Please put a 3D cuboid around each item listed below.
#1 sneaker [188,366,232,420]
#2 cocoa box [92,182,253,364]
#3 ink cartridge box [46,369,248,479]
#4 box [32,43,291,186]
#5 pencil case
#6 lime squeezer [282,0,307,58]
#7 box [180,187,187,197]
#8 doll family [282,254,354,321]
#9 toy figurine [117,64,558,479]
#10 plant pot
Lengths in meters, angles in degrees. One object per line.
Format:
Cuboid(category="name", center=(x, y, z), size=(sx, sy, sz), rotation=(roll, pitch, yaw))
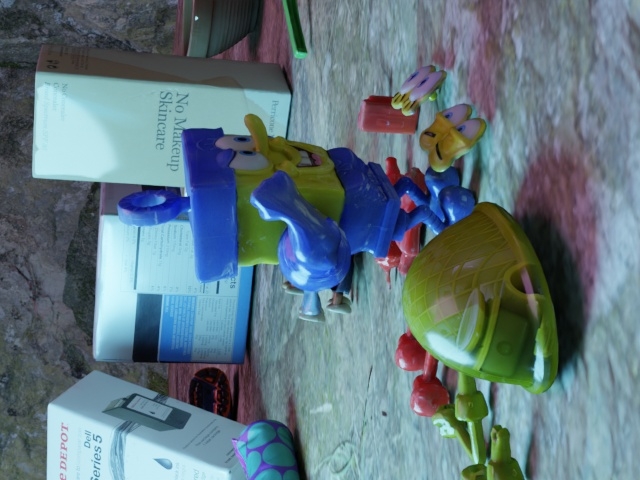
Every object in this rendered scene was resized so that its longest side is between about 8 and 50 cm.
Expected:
Cuboid(category="sneaker", center=(-0.170, 0.308, 1.909), size=(0.087, 0.083, 0.221), rotation=(-30, -54, -84))
Cuboid(category="cocoa box", center=(-0.234, 0.028, 1.860), size=(0.347, 0.228, 0.231), rotation=(-120, 35, -71))
Cuboid(category="ink cartridge box", center=(-0.220, 0.314, 1.565), size=(0.115, 0.273, 0.198), rotation=(-38, -40, -58))
Cuboid(category="box", center=(-0.202, -0.154, 1.509), size=(0.121, 0.311, 0.147), rotation=(-108, 23, -63))
Cuboid(category="pencil case", center=(-0.056, 0.261, 1.279), size=(0.151, 0.070, 0.064), rotation=(-103, 2, -60))
Cuboid(category="lime squeezer", center=(-0.028, -0.362, 1.381), size=(0.110, 0.059, 0.310), rotation=(5, 91, 49))
Cuboid(category="box", center=(-0.146, -0.117, 1.732), size=(0.203, 0.114, 0.103), rotation=(-118, 34, -72))
Cuboid(category="doll family", center=(0.000, 0.000, 1.058), size=(0.193, 0.076, 0.111), rotation=(-138, 56, -70))
Cuboid(category="toy figurine", center=(-0.015, 0.014, 0.725), size=(0.362, 0.217, 0.191), rotation=(-108, 23, -63))
Cuboid(category="plant pot", center=(-0.155, -0.392, 1.866), size=(0.237, 0.110, 0.237), rotation=(-178, 90, -79))
